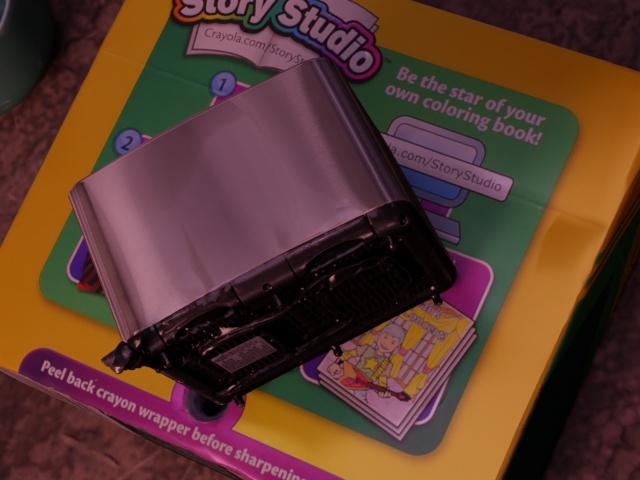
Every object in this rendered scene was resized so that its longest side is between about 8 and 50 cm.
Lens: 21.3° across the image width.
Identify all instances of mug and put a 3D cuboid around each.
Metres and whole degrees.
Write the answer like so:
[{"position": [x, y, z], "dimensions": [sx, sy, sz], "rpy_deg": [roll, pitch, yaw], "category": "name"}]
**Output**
[{"position": [-0.263, -0.156, 1.207], "dimensions": [0.129, 0.097, 0.158], "rpy_deg": [-43, 65, 1], "category": "mug"}]

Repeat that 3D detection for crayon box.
[{"position": [0.000, 0.000, 1.069], "dimensions": [0.363, 0.106, 0.313], "rpy_deg": [21, 79, 22], "category": "crayon box"}]

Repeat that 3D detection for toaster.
[{"position": [-0.031, 0.002, 0.918], "dimensions": [0.168, 0.186, 0.110], "rpy_deg": [-28, 71, 6], "category": "toaster"}]
